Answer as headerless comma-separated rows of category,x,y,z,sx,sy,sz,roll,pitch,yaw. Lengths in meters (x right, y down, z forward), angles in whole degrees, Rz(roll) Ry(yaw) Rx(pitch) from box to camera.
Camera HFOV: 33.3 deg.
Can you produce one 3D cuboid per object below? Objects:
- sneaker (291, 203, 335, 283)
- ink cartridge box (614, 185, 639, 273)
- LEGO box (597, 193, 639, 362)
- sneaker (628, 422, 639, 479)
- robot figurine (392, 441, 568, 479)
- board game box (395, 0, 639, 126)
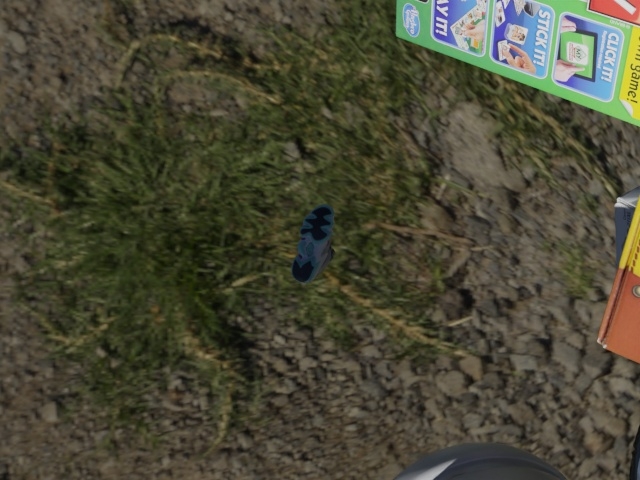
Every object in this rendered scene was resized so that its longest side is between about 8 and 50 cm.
sneaker,0.000,0.000,1.265,0.038,0.069,0.098,28,107,17
ink cartridge box,0.409,-0.018,1.154,0.175,0.127,0.072,-28,39,-18
LEGO box,0.394,-0.112,0.518,0.372,0.193,0.500,24,125,25
sneaker,0.549,0.356,1.429,0.257,0.169,0.448,19,107,32
robot figurine,0.145,0.285,0.803,0.299,0.353,0.200,-2,110,-14
board game box,0.148,-0.235,0.659,0.213,0.317,0.046,27,52,27
